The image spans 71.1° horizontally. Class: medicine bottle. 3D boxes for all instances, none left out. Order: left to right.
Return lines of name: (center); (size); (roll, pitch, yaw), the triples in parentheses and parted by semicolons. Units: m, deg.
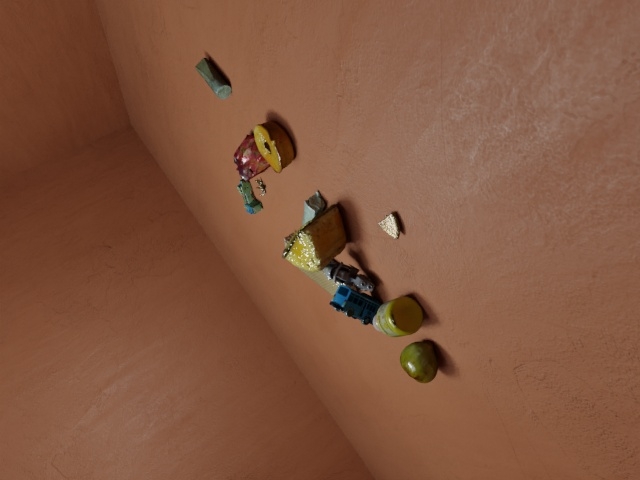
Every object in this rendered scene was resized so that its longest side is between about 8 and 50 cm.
medicine bottle: (0.243, 0.262, 1.491); (0.121, 0.122, 0.212); (55, 158, 5)

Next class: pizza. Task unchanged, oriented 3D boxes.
pizza: (0.200, -0.048, 1.287); (0.078, 0.025, 0.083); (21, 132, 49)

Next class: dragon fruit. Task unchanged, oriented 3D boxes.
dragon fruit: (-0.299, -0.332, 1.813); (0.161, 0.126, 0.274); (60, 157, -10)

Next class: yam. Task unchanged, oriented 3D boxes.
yam: (-0.415, -0.630, 1.736); (0.169, 0.068, 0.068); (51, 158, 12)

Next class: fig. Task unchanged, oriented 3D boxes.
fig: (0.332, 0.411, 1.507); (0.136, 0.121, 0.153); (42, 153, 23)

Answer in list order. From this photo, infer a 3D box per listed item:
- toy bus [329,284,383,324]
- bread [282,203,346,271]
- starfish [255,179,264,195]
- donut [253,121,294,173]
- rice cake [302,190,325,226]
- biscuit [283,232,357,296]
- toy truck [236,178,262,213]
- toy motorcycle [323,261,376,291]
toy bus: (0.137, 0.237, 1.625); (0.185, 0.106, 0.090); (29, 173, -31)
bread: (0.000, 0.000, 1.560); (0.162, 0.204, 0.262); (46, 152, 2)
starfish: (-0.272, -0.240, 2.015); (0.078, 0.028, 0.091); (67, 160, -8)
donut: (-0.161, -0.338, 1.592); (0.190, 0.075, 0.174); (43, 156, 41)
rice cake: (-0.026, -0.092, 1.651); (0.069, 0.063, 0.206); (48, 157, 17)
biscuit: (-0.006, 0.110, 1.865); (0.426, 0.079, 0.144); (35, 149, 42)
toy truck: (-0.337, -0.211, 2.149); (0.081, 0.067, 0.175); (23, 138, 45)
toy motorcycle: (0.097, 0.123, 1.579); (0.215, 0.080, 0.122); (24, -176, 7)
